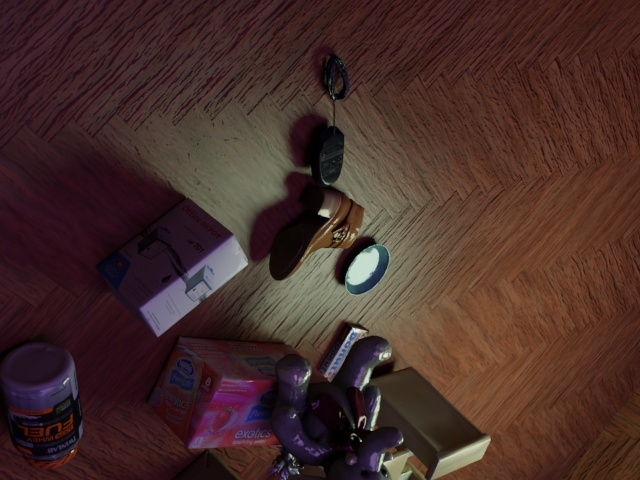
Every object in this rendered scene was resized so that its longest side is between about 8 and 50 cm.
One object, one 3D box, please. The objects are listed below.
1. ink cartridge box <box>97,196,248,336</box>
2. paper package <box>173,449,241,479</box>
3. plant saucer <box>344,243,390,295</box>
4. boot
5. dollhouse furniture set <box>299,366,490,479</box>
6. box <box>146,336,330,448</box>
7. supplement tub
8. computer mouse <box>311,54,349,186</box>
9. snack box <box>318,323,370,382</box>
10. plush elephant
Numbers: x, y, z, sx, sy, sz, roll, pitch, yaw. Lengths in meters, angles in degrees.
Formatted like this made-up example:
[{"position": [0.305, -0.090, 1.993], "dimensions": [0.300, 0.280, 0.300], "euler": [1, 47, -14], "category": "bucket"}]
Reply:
[{"position": [-0.234, 0.040, 1.629], "dimensions": [0.191, 0.140, 0.082], "euler": [-41, 139, -16], "category": "ink cartridge box"}, {"position": [-0.237, 0.638, 2.076], "dimensions": [0.309, 0.168, 0.324], "euler": [-40, 141, -16], "category": "paper package"}, {"position": [0.089, 0.055, 2.070], "dimensions": [0.119, 0.021, 0.119], "euler": [-26, 135, -29], "category": "plant saucer"}, {"position": [0.000, 0.000, 1.898], "dimensions": [0.152, 0.073, 0.197], "euler": [18, 108, -55], "category": "boot"}, {"position": [0.176, 0.527, 2.316], "dimensions": [0.362, 0.256, 0.394], "euler": [-10, 130, -41], "category": "dollhouse furniture set"}, {"position": [-0.147, 0.283, 1.908], "dimensions": [0.300, 0.142, 0.154], "euler": [12, 109, -50], "category": "box"}, {"position": [-0.437, 0.263, 1.615], "dimensions": [0.117, 0.117, 0.190], "euler": [-25, 134, -31], "category": "supplement tub"}, {"position": [0.011, -0.206, 1.780], "dimensions": [0.071, 0.041, 0.242], "euler": [-23, 127, -45], "category": "computer mouse"}, {"position": [0.037, 0.258, 2.175], "dimensions": [0.064, 0.022, 0.178], "euler": [18, 105, -49], "category": "snack box"}, {"position": [0.046, 0.373, 1.850], "dimensions": [0.272, 0.255, 0.329], "euler": [0, 118, -47], "category": "plush elephant"}]
